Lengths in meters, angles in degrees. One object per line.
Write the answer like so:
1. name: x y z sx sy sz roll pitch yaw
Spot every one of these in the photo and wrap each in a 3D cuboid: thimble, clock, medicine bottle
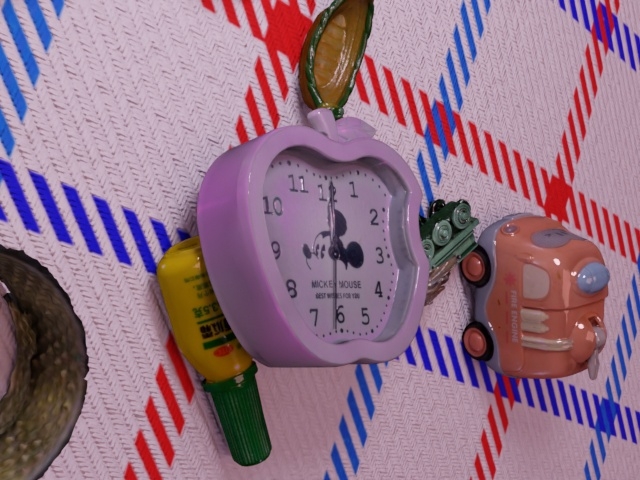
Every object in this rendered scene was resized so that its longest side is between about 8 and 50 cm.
1. thimble: -0.379 0.125 0.966 0.270 0.150 0.271 -6 100 -41
2. clock: 0.000 0.000 1.238 0.338 0.102 0.339 14 70 -44
3. medicine bottle: -0.123 0.143 1.244 0.111 0.076 0.309 -24 112 -29

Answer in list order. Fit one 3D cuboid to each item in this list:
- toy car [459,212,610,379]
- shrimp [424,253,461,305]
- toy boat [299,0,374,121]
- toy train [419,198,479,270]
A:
1. toy car: 0.359 0.094 1.568 0.180 0.212 0.271 -10 102 -40
2. shrimp: 0.097 0.063 1.406 0.223 0.047 0.126 -30 106 -9
3. toy boat: 0.029 -0.259 1.319 0.089 0.088 0.230 20 82 -40
4. toy train: 0.175 0.011 1.494 0.170 0.071 0.111 -39 124 -27
